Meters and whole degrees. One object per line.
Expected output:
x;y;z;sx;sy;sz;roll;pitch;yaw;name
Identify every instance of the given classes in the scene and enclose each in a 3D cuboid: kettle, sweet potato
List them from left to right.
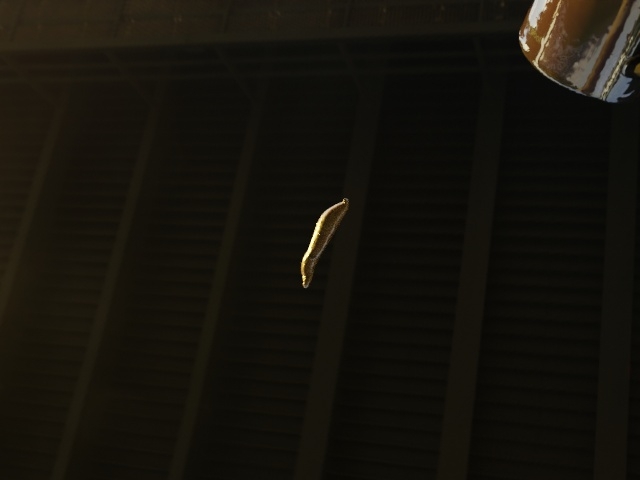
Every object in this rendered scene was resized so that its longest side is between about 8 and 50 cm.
0.000;0.000;1.034;0.026;0.026;0.115;29;-85;27;sweet potato
0.283;-0.241;0.775;0.143;0.232;0.202;1;-131;-10;kettle
